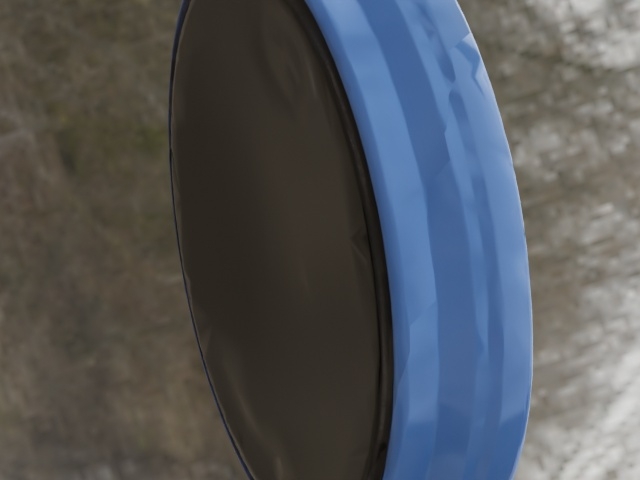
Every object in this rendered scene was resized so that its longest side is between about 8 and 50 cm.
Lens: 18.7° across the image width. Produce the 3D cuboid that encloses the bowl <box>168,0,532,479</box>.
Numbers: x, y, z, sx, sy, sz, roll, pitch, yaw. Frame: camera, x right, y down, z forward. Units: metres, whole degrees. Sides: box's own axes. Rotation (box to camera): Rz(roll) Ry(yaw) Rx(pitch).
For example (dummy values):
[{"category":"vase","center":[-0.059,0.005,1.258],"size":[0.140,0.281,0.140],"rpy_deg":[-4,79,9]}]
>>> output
[{"category":"bowl","center":[0.000,0.000,1.144],"size":[0.391,0.077,0.391],"rpy_deg":[170,-90,-69]}]
